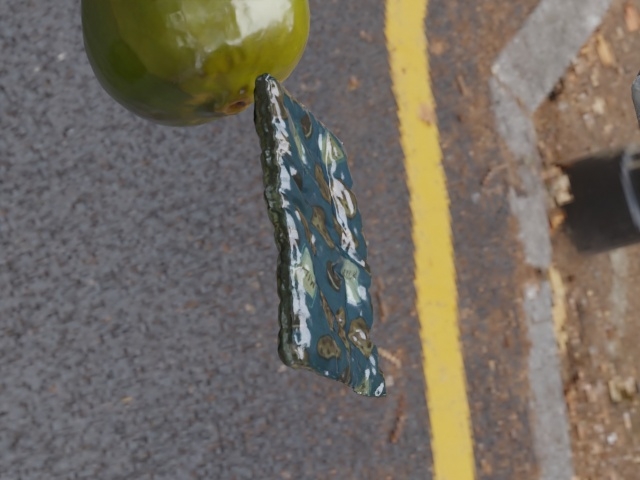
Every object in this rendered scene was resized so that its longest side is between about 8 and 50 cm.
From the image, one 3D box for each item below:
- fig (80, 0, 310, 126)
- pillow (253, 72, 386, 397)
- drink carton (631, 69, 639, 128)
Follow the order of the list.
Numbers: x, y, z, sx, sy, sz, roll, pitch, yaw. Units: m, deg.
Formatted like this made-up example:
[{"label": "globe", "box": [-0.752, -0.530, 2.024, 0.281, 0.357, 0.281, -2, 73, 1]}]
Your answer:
[{"label": "fig", "box": [-0.125, -0.212, 1.111, 0.207, 0.207, 0.230, -1, 41, -49]}, {"label": "pillow", "box": [0.000, -0.001, 1.025, 0.189, 0.034, 0.256, 31, 46, -62]}, {"label": "drink carton", "box": [0.286, -0.113, 0.704, 0.222, 0.134, 0.102, -52, 124, -39]}]
